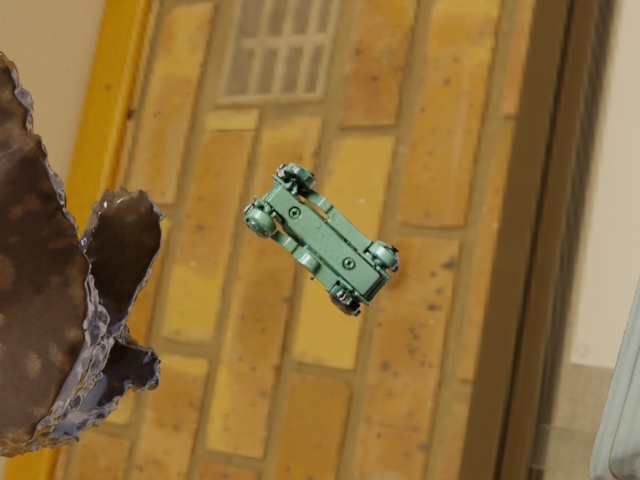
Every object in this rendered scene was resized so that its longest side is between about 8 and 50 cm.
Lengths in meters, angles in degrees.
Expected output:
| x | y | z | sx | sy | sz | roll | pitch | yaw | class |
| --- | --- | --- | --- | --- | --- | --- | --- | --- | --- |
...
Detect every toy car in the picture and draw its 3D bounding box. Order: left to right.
| x | y | z | sx | sy | sz | roll | pitch | yaw | class |
| --- | --- | --- | --- | --- | --- | --- | --- | --- | --- |
| 0.000 | 0.000 | 1.061 | 0.143 | 0.054 | 0.073 | 42 | -99 | -11 | toy car |

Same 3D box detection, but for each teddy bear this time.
| x | y | z | sx | sy | sz | roll | pitch | yaw | class |
| --- | --- | --- | --- | --- | --- | --- | --- | --- | --- |
| -0.221 | 0.020 | 0.785 | 0.246 | 0.222 | 0.296 | -27 | -75 | -9 | teddy bear |

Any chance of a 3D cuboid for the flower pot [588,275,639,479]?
| x | y | z | sx | sy | sz | roll | pitch | yaw | class |
| --- | --- | --- | --- | --- | --- | --- | --- | --- | --- |
| 0.221 | 0.031 | 0.387 | 0.239 | 0.209 | 0.190 | 41 | -124 | -30 | flower pot |
